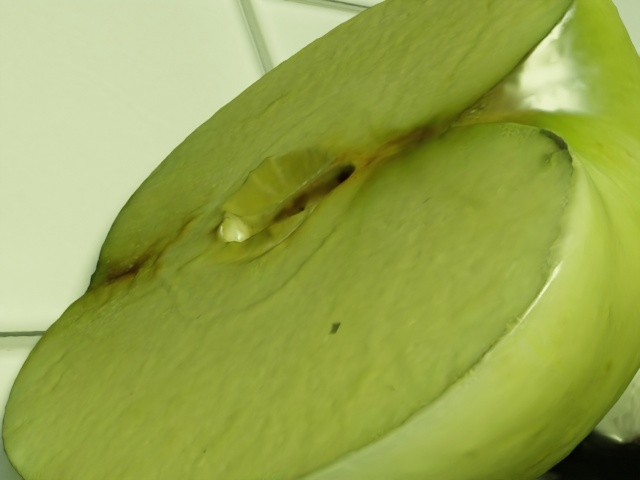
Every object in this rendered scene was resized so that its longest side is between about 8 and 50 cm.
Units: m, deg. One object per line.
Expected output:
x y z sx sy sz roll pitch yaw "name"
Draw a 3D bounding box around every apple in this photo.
0.000 0.000 0.506 0.320 0.360 0.311 -4 74 -53 "apple"

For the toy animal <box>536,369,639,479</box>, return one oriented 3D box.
0.189 0.173 0.553 0.251 0.251 0.310 32 32 -4 "toy animal"
